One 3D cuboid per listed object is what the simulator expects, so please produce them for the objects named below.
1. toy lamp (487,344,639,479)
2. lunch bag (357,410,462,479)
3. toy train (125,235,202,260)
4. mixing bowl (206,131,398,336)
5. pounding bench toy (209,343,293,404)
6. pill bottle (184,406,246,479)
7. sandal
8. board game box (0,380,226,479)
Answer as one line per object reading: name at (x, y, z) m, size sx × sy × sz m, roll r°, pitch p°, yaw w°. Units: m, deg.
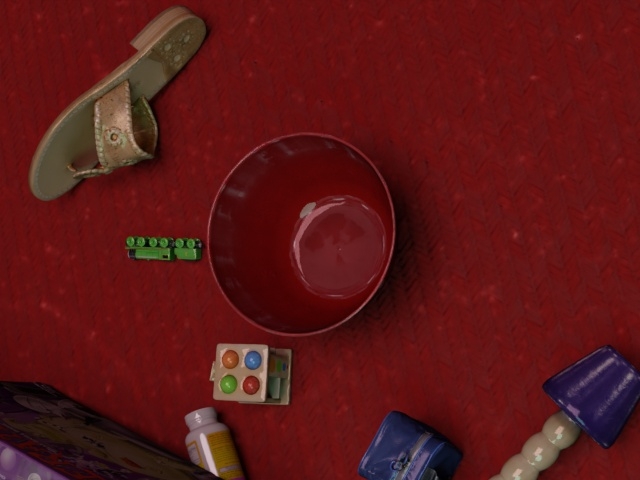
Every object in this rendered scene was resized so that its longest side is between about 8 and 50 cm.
toy lamp at (0.163, 0.201, 1.330) m, size 0.080 × 0.080 × 0.275 m, roll 43°, pitch 93°, yaw 23°
lunch bag at (0.081, 0.192, 1.365) m, size 0.065 × 0.098 × 0.067 m, roll 29°, pitch 88°, yaw 22°
toy train at (-0.153, 0.008, 1.539) m, size 0.083 × 0.017 × 0.024 m, roll 1°, pitch 93°, yaw 23°
mixing bowl at (0.000, 0.000, 1.430) m, size 0.181 × 0.098 × 0.181 m, roll -4°, pitch 81°, yaw 23°
pounding bench toy at (-0.077, 0.123, 1.461) m, size 0.083 × 0.065 × 0.052 m, roll 0°, pitch 82°, yaw 24°
pill bottle at (-0.099, 0.198, 1.471) m, size 0.043 × 0.043 × 0.083 m, roll -25°, pitch 73°, yaw 18°
sandal at (-0.184, -0.115, 1.533) m, size 0.240 × 0.088 × 0.079 m, roll -49°, pitch 61°, yaw 4°
board game box at (-0.209, 0.199, 1.396) m, size 0.347 × 0.208 × 0.056 m, roll 21°, pitch 100°, yaw 35°
